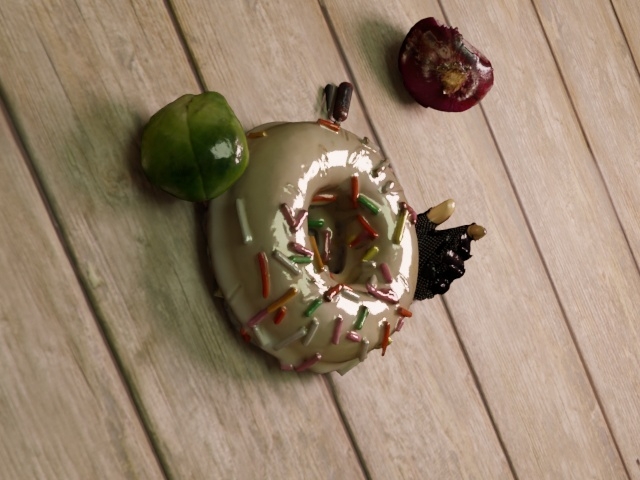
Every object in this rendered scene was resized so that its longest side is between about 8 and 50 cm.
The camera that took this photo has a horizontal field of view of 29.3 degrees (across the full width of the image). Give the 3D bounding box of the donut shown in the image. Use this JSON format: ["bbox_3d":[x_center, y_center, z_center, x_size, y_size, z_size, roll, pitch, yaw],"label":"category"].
[{"bbox_3d":[0.000,0.000,1.742,0.382,0.142,0.383,19,63,-41],"label":"donut"}]

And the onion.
[{"bbox_3d":[0.202,-0.296,2.096,0.173,0.135,0.198,41,9,-13],"label":"onion"}]

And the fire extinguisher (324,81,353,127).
[{"bbox_3d":[0.025,-0.215,1.928,0.046,0.032,0.100,50,38,-38],"label":"fire extinguisher"}]

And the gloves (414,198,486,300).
[{"bbox_3d":[0.199,0.016,1.920,0.106,0.180,0.129,33,55,-36],"label":"gloves"}]

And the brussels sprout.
[{"bbox_3d":[-0.168,-0.118,1.613,0.155,0.155,0.118,-59,148,-41],"label":"brussels sprout"}]
